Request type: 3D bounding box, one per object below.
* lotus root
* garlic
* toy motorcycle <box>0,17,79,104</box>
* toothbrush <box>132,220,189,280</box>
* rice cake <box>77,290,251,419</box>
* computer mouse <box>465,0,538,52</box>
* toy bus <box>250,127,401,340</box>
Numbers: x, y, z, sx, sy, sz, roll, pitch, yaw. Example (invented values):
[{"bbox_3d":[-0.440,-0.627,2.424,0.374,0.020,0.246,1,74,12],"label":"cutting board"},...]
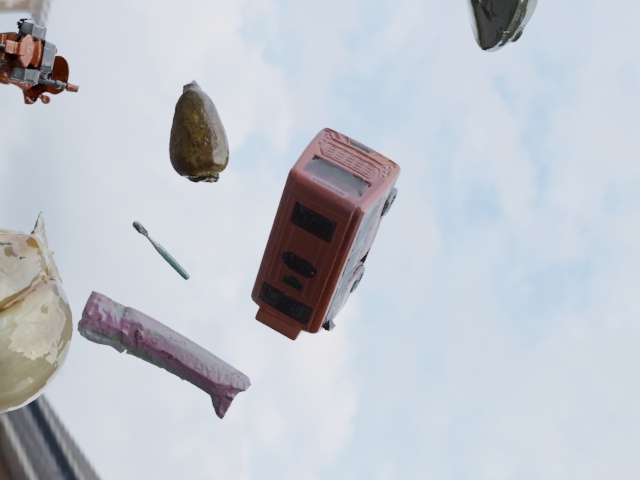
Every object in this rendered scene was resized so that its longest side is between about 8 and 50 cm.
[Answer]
[{"bbox_3d":[-0.221,-0.197,1.803,0.094,0.108,0.191,13,68,-82],"label":"lotus root"},{"bbox_3d":[-0.522,0.105,1.488,0.249,0.313,0.286,42,-35,50],"label":"garlic"},{"bbox_3d":[-0.634,-0.377,2.171,0.325,0.221,0.148,4,-94,64],"label":"toy motorcycle"},{"bbox_3d":[-0.211,0.017,1.367,0.014,0.011,0.167,37,-11,31],"label":"toothbrush"},{"bbox_3d":[-0.248,0.177,1.595,0.290,0.081,0.051,32,-31,-5],"label":"rice cake"},{"bbox_3d":[0.261,-0.455,1.588,0.197,0.095,0.331,119,-29,-59],"label":"computer mouse"},{"bbox_3d":[0.000,0.000,2.105,0.203,0.233,0.427,29,-48,10],"label":"toy bus"}]
